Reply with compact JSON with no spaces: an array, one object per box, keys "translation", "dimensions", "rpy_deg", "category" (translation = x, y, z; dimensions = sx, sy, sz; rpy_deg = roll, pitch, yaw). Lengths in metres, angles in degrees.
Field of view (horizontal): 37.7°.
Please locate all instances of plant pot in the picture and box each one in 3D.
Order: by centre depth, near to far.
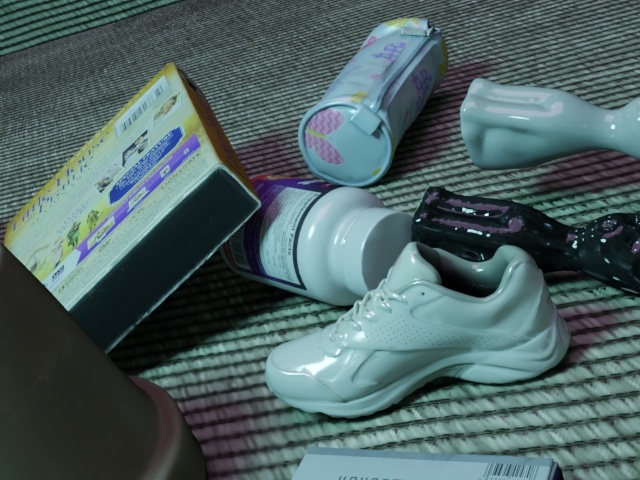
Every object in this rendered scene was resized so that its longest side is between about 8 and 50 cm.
[{"translation":[-0.243,0.128,0.655],"dimensions":[0.263,0.229,0.263],"rpy_deg":[-17,26,9],"category":"plant pot"}]

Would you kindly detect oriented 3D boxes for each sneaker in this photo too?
[{"translation":[0.061,0.055,0.703],"dimensions":[0.232,0.115,0.090],"rpy_deg":[-16,26,9],"category":"sneaker"}]

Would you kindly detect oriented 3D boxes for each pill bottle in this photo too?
[{"translation":[0.000,0.000,0.861],"dimensions":[0.108,0.108,0.193],"rpy_deg":[-37,31,-30],"category":"pill bottle"}]

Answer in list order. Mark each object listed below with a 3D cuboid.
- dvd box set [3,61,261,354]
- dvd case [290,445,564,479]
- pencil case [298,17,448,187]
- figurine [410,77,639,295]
[{"translation":[-0.225,-0.025,1.002],"dimensions":[0.307,0.062,0.420],"rpy_deg":[-43,26,5],"category":"dvd box set"},{"translation":[0.025,0.211,0.530],"dimensions":[0.179,0.029,0.238],"rpy_deg":[-4,30,30],"category":"dvd case"},{"translation":[0.072,-0.172,1.132],"dimensions":[0.124,0.113,0.273],"rpy_deg":[-29,18,38],"category":"pencil case"},{"translation":[0.212,-0.049,0.794],"dimensions":[0.209,0.092,0.215],"rpy_deg":[7,57,30],"category":"figurine"}]
